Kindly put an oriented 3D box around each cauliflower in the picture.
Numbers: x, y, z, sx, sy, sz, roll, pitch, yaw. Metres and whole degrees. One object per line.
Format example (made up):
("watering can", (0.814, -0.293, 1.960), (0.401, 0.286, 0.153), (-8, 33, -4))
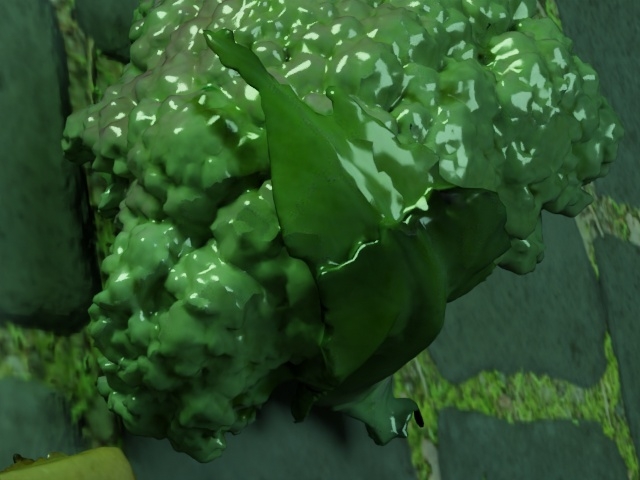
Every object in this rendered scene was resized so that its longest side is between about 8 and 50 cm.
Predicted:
("cauliflower", (0.000, 0.000, 0.816), (0.315, 0.239, 0.256), (82, 28, -53))

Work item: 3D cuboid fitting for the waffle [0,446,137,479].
("waffle", (-0.113, 0.240, 0.587), (0.224, 0.098, 0.328), (-4, 75, -57))
